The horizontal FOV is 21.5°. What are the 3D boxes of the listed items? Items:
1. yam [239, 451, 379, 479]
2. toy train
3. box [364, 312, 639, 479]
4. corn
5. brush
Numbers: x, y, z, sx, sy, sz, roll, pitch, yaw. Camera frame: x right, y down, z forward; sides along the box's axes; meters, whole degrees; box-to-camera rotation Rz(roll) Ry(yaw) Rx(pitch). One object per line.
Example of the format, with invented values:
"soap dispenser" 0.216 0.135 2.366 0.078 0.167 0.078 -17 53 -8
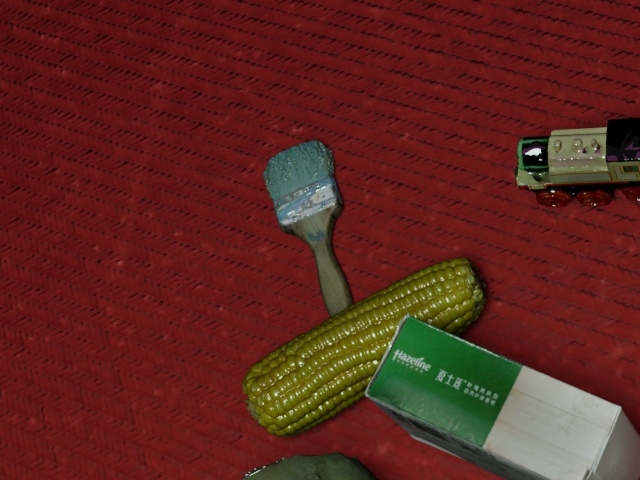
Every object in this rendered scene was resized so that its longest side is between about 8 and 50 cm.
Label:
"yam" 0.038 0.316 1.303 0.168 0.168 0.304 -37 62 4
"toy train" 0.228 -0.066 1.425 0.138 0.087 0.050 -2 66 20
"box" 0.150 0.145 1.343 0.199 0.135 0.081 25 80 26
"corn" 0.039 0.092 1.440 0.231 0.080 0.080 -30 62 8
"brush" 0.000 0.000 1.527 0.070 0.021 0.196 -22 66 11
